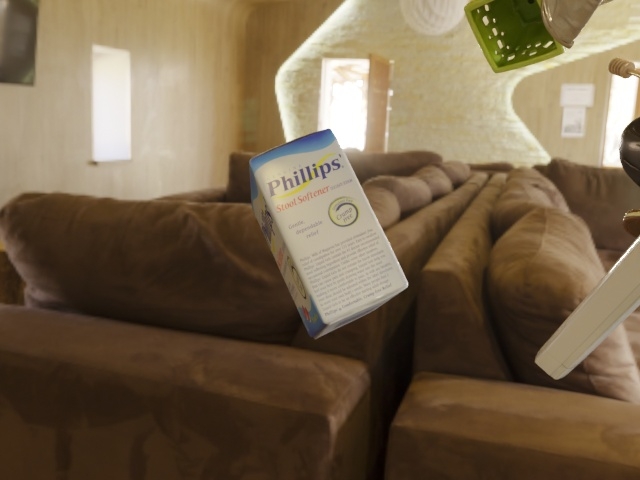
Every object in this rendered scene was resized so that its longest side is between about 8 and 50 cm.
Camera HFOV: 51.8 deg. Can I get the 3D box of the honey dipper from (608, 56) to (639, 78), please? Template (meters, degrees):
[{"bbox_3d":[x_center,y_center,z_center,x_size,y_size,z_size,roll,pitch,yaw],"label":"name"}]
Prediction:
[{"bbox_3d":[0.535,-0.269,1.083,0.031,0.030,0.160,-1,28,-16],"label":"honey dipper"}]

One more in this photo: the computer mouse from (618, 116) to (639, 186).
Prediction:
[{"bbox_3d":[0.629,-0.153,1.253,0.072,0.188,0.272,-13,28,8],"label":"computer mouse"}]

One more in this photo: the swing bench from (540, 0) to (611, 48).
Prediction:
[{"bbox_3d":[0.635,-0.620,1.506,0.255,0.165,0.253,-41,-9,-6],"label":"swing bench"}]

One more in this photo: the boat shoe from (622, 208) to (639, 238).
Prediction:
[{"bbox_3d":[0.848,-0.038,1.538,0.258,0.095,0.095,14,52,21],"label":"boat shoe"}]

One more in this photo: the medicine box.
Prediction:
[{"bbox_3d":[0.000,0.000,1.129,0.149,0.289,0.263,-24,-10,-10],"label":"medicine box"}]

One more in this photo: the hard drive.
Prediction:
[{"bbox_3d":[0.377,-0.002,0.709,0.233,0.353,0.047,-34,66,-28],"label":"hard drive"}]

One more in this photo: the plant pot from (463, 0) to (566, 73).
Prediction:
[{"bbox_3d":[0.579,-0.642,1.862,0.227,0.228,0.207,-6,38,47],"label":"plant pot"}]
